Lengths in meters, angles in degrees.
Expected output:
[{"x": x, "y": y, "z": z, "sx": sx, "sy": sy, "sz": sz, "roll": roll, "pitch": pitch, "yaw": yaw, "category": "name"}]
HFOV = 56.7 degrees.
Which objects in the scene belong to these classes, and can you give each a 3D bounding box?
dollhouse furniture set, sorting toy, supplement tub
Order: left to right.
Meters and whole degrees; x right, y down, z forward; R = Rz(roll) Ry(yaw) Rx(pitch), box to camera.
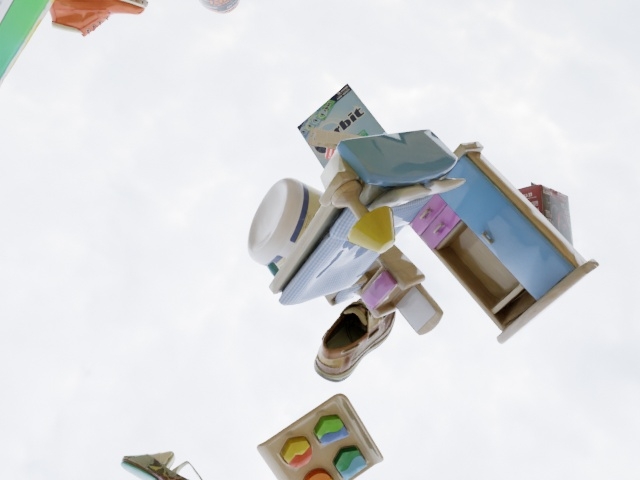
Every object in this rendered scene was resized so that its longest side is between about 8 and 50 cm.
[{"x": -0.252, "y": -0.616, "z": 1.399, "sx": 0.117, "sy": 0.190, "sz": 0.117, "roll": 0, "pitch": -91, "yaw": 5, "category": "supplement tub"}, {"x": 0.000, "y": 0.000, "z": 1.503, "sx": 0.316, "sy": 0.228, "sz": 0.228, "roll": 24, "pitch": -136, "yaw": -25, "category": "supplement tub"}, {"x": 0.004, "y": 0.433, "z": 1.195, "sx": 0.208, "sy": 0.193, "sz": 0.038, "roll": -30, "pitch": -162, "yaw": -4, "category": "sorting toy"}, {"x": 0.090, "y": 0.055, "z": 0.632, "sx": 0.303, "sy": 0.286, "sz": 0.198, "roll": -14, "pitch": -121, "yaw": -46, "category": "dollhouse furniture set"}]

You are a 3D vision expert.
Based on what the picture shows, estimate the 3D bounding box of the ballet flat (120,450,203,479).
[{"x": -0.306, "y": 0.484, "z": 1.222, "sx": 0.221, "sy": 0.077, "sz": 0.079, "roll": 21, "pitch": -127, "yaw": 23, "category": "ballet flat"}]

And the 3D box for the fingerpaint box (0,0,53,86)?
[{"x": -0.186, "y": -0.370, "z": 0.372, "sx": 0.163, "sy": 0.445, "sz": 0.371, "roll": 20, "pitch": -123, "yaw": -39, "category": "fingerpaint box"}]

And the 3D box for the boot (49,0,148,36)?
[{"x": -0.359, "y": -0.370, "z": 0.957, "sx": 0.158, "sy": 0.085, "sz": 0.059, "roll": 4, "pitch": -152, "yaw": -10, "category": "boot"}]

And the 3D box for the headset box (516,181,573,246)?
[{"x": 0.687, "y": -0.036, "z": 1.834, "sx": 0.218, "sy": 0.110, "sz": 0.293, "roll": 8, "pitch": -104, "yaw": -46, "category": "headset box"}]

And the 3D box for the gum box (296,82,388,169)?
[{"x": 0.049, "y": -0.241, "z": 1.329, "sx": 0.041, "sy": 0.157, "sz": 0.184, "roll": 34, "pitch": -158, "yaw": -52, "category": "gum box"}]

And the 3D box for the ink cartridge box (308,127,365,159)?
[{"x": 0.032, "y": -0.190, "z": 1.194, "sx": 0.115, "sy": 0.029, "sz": 0.063, "roll": 9, "pitch": -136, "yaw": -3, "category": "ink cartridge box"}]

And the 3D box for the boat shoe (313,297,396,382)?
[{"x": 0.100, "y": 0.216, "z": 1.497, "sx": 0.122, "sy": 0.120, "sz": 0.324, "roll": 22, "pitch": -137, "yaw": 22, "category": "boat shoe"}]
